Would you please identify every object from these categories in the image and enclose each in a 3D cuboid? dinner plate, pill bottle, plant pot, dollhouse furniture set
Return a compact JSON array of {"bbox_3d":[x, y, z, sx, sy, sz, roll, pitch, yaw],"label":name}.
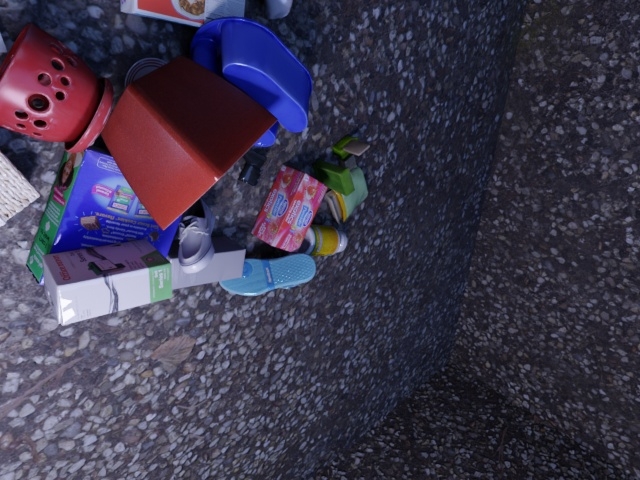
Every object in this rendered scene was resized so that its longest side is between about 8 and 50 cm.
[{"bbox_3d":[-0.402,-0.365,0.998,0.141,0.017,0.141,-23,126,-35],"label":"dinner plate"},{"bbox_3d":[0.000,0.000,1.533,0.208,0.117,0.118,2,110,-47],"label":"pill bottle"},{"bbox_3d":[-0.512,-0.280,0.792,0.174,0.191,0.191,26,92,-45],"label":"plant pot"},{"bbox_3d":[-0.303,-0.228,0.903,0.236,0.267,0.267,46,44,-17],"label":"plant pot"},{"bbox_3d":[0.124,-0.199,1.524,0.197,0.151,0.302,-42,136,-21],"label":"dollhouse furniture set"}]

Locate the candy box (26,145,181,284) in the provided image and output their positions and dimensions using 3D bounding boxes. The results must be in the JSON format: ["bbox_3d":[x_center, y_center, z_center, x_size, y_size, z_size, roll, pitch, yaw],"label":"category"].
[{"bbox_3d":[-0.499,-0.042,0.997,0.268,0.122,0.317,16,98,-50],"label":"candy box"}]

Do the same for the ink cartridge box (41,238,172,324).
[{"bbox_3d":[-0.458,0.080,0.889,0.219,0.160,0.093,-12,119,-41],"label":"ink cartridge box"}]

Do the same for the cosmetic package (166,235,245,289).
[{"bbox_3d":[-0.351,0.059,1.200,0.237,0.127,0.107,-11,119,-44],"label":"cosmetic package"}]

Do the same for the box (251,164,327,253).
[{"bbox_3d":[-0.102,-0.102,1.368,0.128,0.122,0.257,22,94,-50],"label":"box"}]

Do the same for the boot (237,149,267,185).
[{"bbox_3d":[-0.221,-0.224,1.242,0.121,0.045,0.099,19,100,-50],"label":"boot"}]

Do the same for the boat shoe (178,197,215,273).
[{"bbox_3d":[-0.332,-0.025,1.090,0.096,0.268,0.088,-14,128,7],"label":"boat shoe"}]

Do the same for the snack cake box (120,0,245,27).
[{"bbox_3d":[-0.303,-0.569,0.933,0.264,0.089,0.152,-10,120,-42],"label":"snack cake box"}]

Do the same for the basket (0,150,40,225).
[{"bbox_3d":[-0.654,-0.126,0.801,0.103,0.113,0.167,-44,136,-25],"label":"basket"}]

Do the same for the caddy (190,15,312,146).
[{"bbox_3d":[-0.170,-0.398,1.048,0.341,0.241,0.179,31,53,-49],"label":"caddy"}]

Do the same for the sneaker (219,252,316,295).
[{"bbox_3d":[-0.181,0.124,1.418,0.318,0.208,0.127,-5,81,-9],"label":"sneaker"}]

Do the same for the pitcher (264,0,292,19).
[{"bbox_3d":[-0.127,-0.702,1.033,0.207,0.125,0.178,59,42,-52],"label":"pitcher"}]

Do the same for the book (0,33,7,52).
[{"bbox_3d":[-0.654,-0.377,0.724,0.144,0.035,0.096,-25,124,-36],"label":"book"}]
